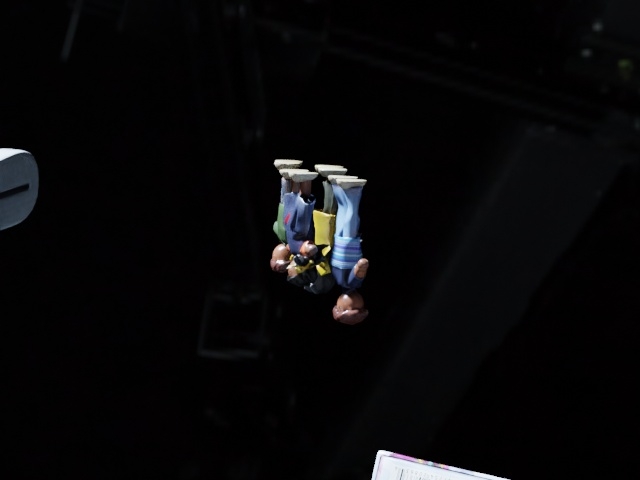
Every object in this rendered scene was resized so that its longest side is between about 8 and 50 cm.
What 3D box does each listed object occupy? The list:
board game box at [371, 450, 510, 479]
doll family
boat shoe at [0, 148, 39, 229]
[{"bbox_3d":[0.149,0.318,0.953,0.318,0.318,0.066,10,-12,27],"label":"board game box"},{"bbox_3d":[0.000,0.000,1.220,0.076,0.193,0.111,3,-83,-4],"label":"doll family"},{"bbox_3d":[-0.376,-0.038,1.485,0.094,0.302,0.109,4,-83,17],"label":"boat shoe"}]
